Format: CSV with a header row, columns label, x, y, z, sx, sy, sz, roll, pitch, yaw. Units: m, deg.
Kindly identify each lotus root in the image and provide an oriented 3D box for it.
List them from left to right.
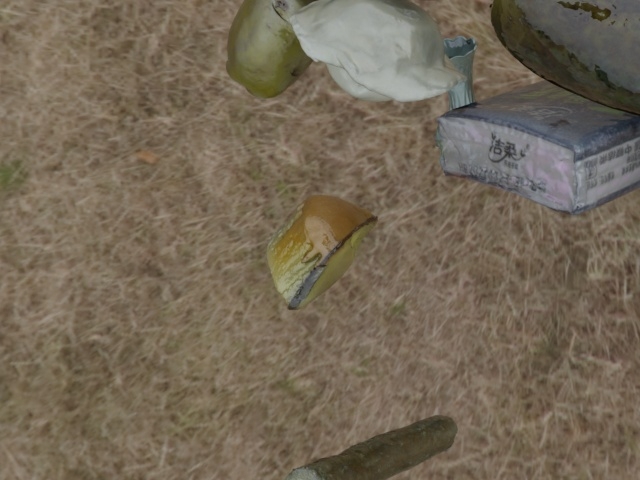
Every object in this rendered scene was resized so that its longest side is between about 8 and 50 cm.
label,x,y,z,sx,sy,sz,roll,pitch,yaw
lotus root,0.314,-0.227,1.011,0.274,0.160,0.152,25,68,19

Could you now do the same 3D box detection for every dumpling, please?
label,x,y,z,sx,sy,sz,roll,pitch,yaw
dumpling,0.079,-0.248,1.239,0.250,0.162,0.132,16,125,-13

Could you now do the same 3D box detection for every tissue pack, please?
label,x,y,z,sx,sy,sz,roll,pitch,yaw
tissue pack,0.414,-0.175,1.441,0.288,0.394,0.124,23,127,53

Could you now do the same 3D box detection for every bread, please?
label,x,y,z,sx,sy,sz,roll,pitch,yaw
bread,0.000,0.000,1.908,0.162,0.262,0.204,45,115,1

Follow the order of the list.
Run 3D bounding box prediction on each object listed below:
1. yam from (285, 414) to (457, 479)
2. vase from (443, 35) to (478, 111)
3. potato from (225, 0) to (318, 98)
label,x,y,z,sx,sy,sz,roll,pitch,yaw
yam,0.069,0.257,1.118,0.061,0.274,0.061,7,101,40
vase,0.246,-0.277,1.680,0.081,0.081,0.149,-5,126,15
potato,-0.063,-0.315,1.461,0.200,0.154,0.137,-49,55,19
